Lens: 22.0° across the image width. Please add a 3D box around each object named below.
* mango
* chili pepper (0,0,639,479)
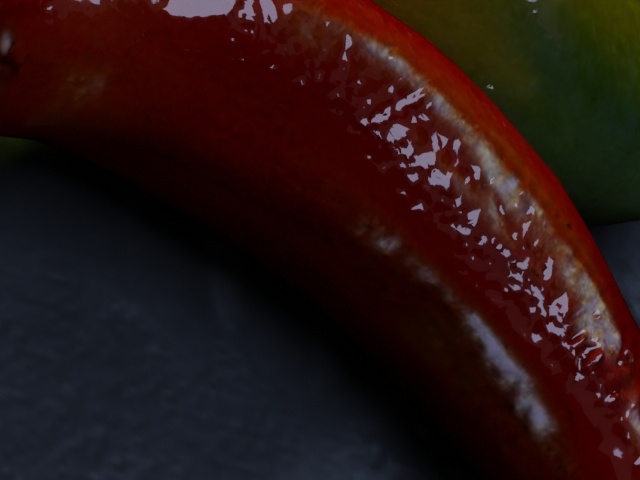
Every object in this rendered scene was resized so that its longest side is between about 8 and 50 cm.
[{"bbox_3d":[0.065,-0.086,0.551,0.194,0.092,0.130,46,48,-19],"label":"mango"},{"bbox_3d":[0.006,-0.002,0.460,0.368,0.092,0.137,36,47,-13],"label":"chili pepper"}]
